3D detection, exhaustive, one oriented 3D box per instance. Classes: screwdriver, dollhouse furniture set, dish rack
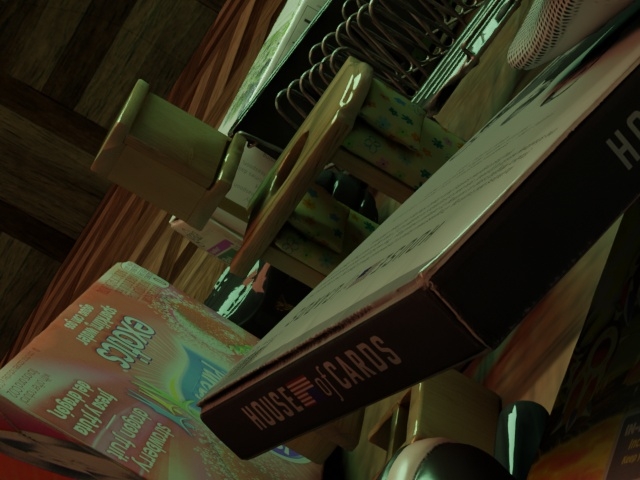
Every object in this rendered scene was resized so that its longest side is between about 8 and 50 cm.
[{"bbox_3d":[0.066,0.116,0.501,0.170,0.024,0.025,-84,-5,-47],"label":"screwdriver"},{"bbox_3d":[0.000,0.000,0.637,0.101,0.182,0.161,-54,13,31],"label":"dollhouse furniture set"},{"bbox_3d":[0.058,-0.136,0.920,0.208,0.074,0.271,-55,10,-13],"label":"dish rack"}]

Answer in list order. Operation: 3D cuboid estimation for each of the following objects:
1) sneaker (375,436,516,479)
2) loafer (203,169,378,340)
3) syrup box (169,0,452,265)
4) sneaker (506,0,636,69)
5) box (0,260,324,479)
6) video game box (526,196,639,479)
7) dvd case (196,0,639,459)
[{"bbox_3d":[0.080,0.105,0.301,0.097,0.084,0.234,-45,33,12],"label":"sneaker"},{"bbox_3d":[-0.039,0.059,0.946,0.223,0.076,0.078,-59,6,-13],"label":"loafer"},{"bbox_3d":[-0.004,-0.093,1.090,0.237,0.096,0.093,-64,10,-13],"label":"syrup box"},{"bbox_3d":[0.101,-0.171,0.520,0.210,0.137,0.366,-38,5,4],"label":"sneaker"},{"bbox_3d":[-0.092,0.126,0.727,0.154,0.142,0.300,-60,2,8],"label":"box"},{"bbox_3d":[0.132,0.009,0.396,0.187,0.048,0.205,-63,11,-25],"label":"video game box"},{"bbox_3d":[0.075,-0.033,0.486,0.239,0.029,0.179,-44,3,-26],"label":"dvd case"}]
